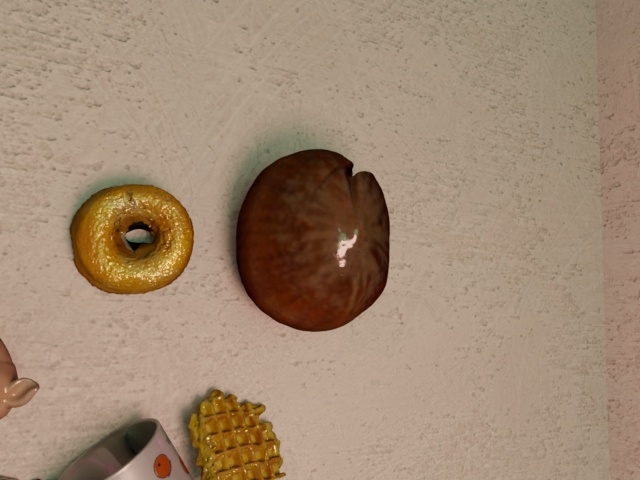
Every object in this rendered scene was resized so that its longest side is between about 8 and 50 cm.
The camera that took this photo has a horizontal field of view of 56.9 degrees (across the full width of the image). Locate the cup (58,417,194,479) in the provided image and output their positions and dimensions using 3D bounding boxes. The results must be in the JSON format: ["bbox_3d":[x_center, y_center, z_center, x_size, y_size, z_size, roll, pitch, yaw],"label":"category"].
[{"bbox_3d":[-0.326,0.536,1.136,0.212,0.212,0.317,-35,104,-29],"label":"cup"}]

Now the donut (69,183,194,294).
[{"bbox_3d":[-0.384,-0.003,1.222,0.254,0.118,0.253,1,88,-16],"label":"donut"}]

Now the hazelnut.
[{"bbox_3d":[0.000,0.000,1.328,0.360,0.359,0.408,0,94,-31],"label":"hazelnut"}]

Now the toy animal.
[{"bbox_3d":[-0.629,0.215,1.024,0.154,0.167,0.250,-43,103,-40],"label":"toy animal"}]

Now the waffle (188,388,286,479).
[{"bbox_3d":[-0.180,0.428,1.284,0.229,0.057,0.219,8,52,-51],"label":"waffle"}]

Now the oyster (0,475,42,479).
[{"bbox_3d":[-0.530,0.588,1.075,0.271,0.100,0.275,13,82,-14],"label":"oyster"}]
